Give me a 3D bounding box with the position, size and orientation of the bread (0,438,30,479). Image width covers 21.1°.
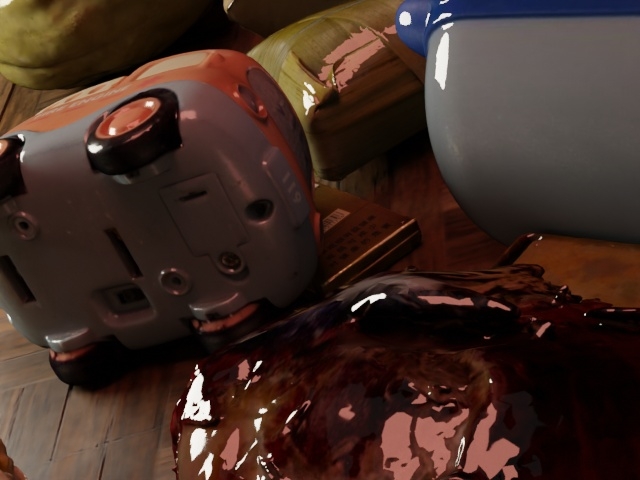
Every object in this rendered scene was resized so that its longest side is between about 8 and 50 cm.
[{"bbox_3d":[-0.361,0.189,0.956,0.394,0.250,0.361,-30,30,-11],"label":"bread"}]

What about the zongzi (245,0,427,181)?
[{"bbox_3d":[0.051,-0.158,1.408,0.228,0.115,0.256,-28,21,-9],"label":"zongzi"}]

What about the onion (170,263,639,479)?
[{"bbox_3d":[0.082,0.127,0.798,0.314,0.232,0.314,-1,1,0],"label":"onion"}]

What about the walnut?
[{"bbox_3d":[-0.229,-0.291,1.658,0.277,0.282,0.253,-31,-9,-3],"label":"walnut"}]

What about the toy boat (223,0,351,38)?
[{"bbox_3d":[-0.004,-0.254,1.524,0.188,0.116,0.061,-48,32,33],"label":"toy boat"}]

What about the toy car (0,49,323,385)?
[{"bbox_3d":[-0.119,-0.038,1.224,0.271,0.180,0.212,-13,29,28],"label":"toy car"}]

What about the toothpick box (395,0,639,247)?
[{"bbox_3d":[0.214,-0.102,1.046,0.355,0.263,0.263,5,39,41],"label":"toothpick box"}]

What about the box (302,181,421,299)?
[{"bbox_3d":[0.000,0.000,1.257,0.090,0.023,0.133,-35,32,-24],"label":"box"}]

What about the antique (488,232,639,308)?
[{"bbox_3d":[0.223,0.068,0.935,0.310,0.087,0.093,7,39,42],"label":"antique"}]
